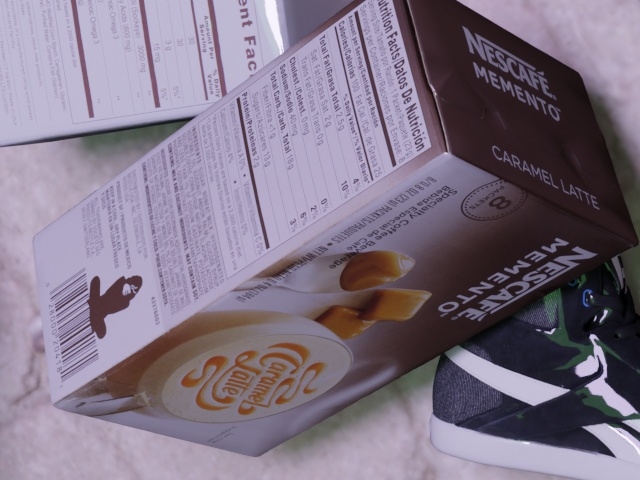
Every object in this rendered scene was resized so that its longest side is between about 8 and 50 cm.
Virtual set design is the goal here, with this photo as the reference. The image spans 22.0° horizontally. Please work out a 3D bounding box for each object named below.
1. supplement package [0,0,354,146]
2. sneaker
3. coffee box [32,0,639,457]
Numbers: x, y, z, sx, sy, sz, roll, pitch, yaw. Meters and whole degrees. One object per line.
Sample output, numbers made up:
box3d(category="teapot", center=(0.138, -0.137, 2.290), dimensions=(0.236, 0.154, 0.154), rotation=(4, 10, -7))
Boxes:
box3d(category="supplement package", center=(-0.081, -0.111, 0.826), dimensions=(0.179, 0.105, 0.105), rotation=(-6, 94, 22))
box3d(category="sneaker", center=(0.155, 0.055, 0.774), dimensions=(0.216, 0.079, 0.121), rotation=(6, 101, 21))
box3d(category="coffee box", center=(0.000, 0.000, 0.764), dimensions=(0.246, 0.141, 0.098), rotation=(-32, 55, 31))
